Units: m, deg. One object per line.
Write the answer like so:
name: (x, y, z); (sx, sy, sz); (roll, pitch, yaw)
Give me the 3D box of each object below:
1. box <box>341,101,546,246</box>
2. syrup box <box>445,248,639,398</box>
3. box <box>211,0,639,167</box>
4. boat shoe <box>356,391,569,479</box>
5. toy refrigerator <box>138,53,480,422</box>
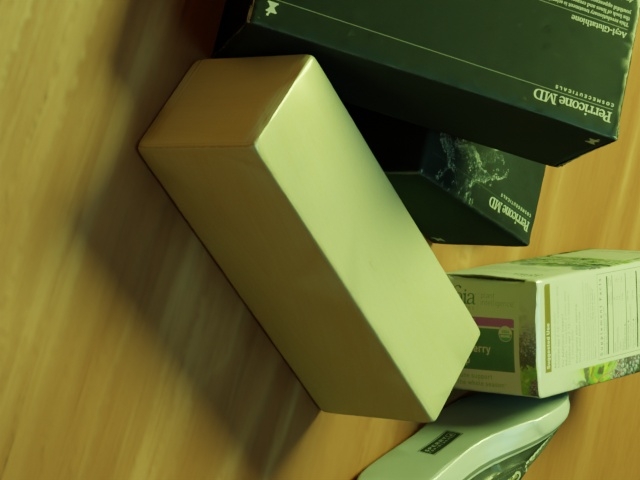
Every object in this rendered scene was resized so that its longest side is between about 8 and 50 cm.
box: (0.096, -0.094, 1.404); (0.156, 0.093, 0.158); (30, 70, -48)
syrup box: (0.199, 0.063, 1.537); (0.237, 0.093, 0.096); (-9, 99, -51)
box: (0.079, -0.177, 1.274); (0.261, 0.103, 0.184); (17, 73, -15)
boat shoe: (0.113, 0.179, 1.450); (0.228, 0.080, 0.076); (-28, 119, -46)
toy refrigerator: (0.000, 0.000, 1.280); (0.269, 0.102, 0.094); (56, 51, -35)
